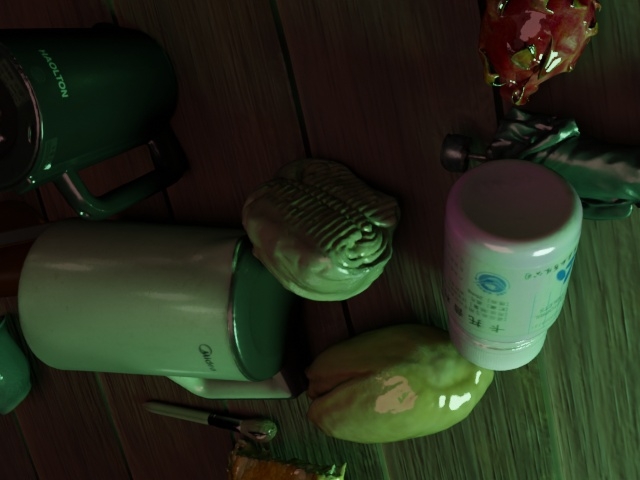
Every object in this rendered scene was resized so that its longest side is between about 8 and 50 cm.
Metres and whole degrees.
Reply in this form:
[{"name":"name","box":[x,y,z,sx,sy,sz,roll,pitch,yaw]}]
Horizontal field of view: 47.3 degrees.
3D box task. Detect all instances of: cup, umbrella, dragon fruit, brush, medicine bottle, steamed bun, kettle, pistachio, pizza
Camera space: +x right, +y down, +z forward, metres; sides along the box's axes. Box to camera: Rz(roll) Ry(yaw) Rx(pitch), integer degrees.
[{"name":"cup","box":[-0.595,0.021,1.283,0.226,0.264,0.182,-19,91,20]},{"name":"umbrella","box":[0.316,-0.086,0.868,0.349,0.094,0.143,12,119,25]},{"name":"dragon fruit","box":[0.241,-0.241,0.832,0.133,0.136,0.166,46,132,43]},{"name":"brush","box":[-0.209,0.321,1.315,0.299,0.042,0.039,3,144,27]},{"name":"medicine bottle","box":[0.222,0.038,0.881,0.152,0.152,0.254,16,142,21]},{"name":"steamed bun","box":[0.001,-0.001,0.995,0.218,0.211,0.144,32,129,24]},{"name":"cup","box":[-0.660,0.271,1.462,0.199,0.199,0.150,-26,114,32]},{"name":"kettle","box":[-0.223,0.132,1.159,0.376,0.250,0.361,1,129,24]},{"name":"kettle","box":[-0.338,-0.187,1.036,0.262,0.308,0.203,36,120,11]},{"name":"pistachio","box":[0.104,0.207,1.049,0.293,0.181,0.162,-20,61,28]},{"name":"pizza","box":[-0.071,0.425,1.221,0.287,0.075,0.280,44,112,48]}]
